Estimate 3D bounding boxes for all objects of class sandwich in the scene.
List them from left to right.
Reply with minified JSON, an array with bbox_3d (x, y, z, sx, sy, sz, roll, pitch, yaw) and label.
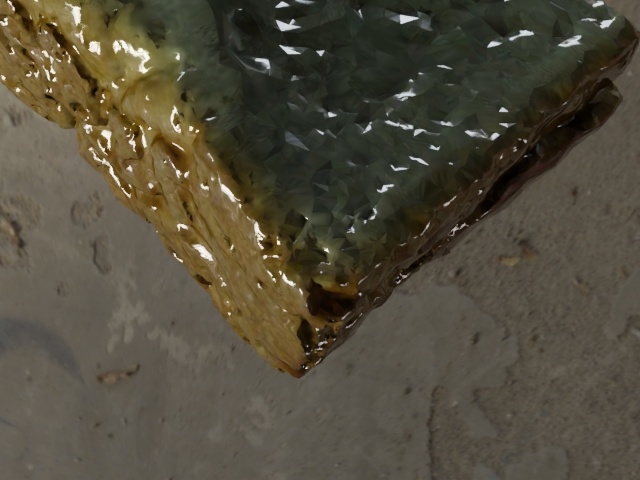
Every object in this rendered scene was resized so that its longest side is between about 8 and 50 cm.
[{"bbox_3d":[-0.023,-0.126,0.515,0.262,0.131,0.325,-38,78,-27],"label":"sandwich"}]
